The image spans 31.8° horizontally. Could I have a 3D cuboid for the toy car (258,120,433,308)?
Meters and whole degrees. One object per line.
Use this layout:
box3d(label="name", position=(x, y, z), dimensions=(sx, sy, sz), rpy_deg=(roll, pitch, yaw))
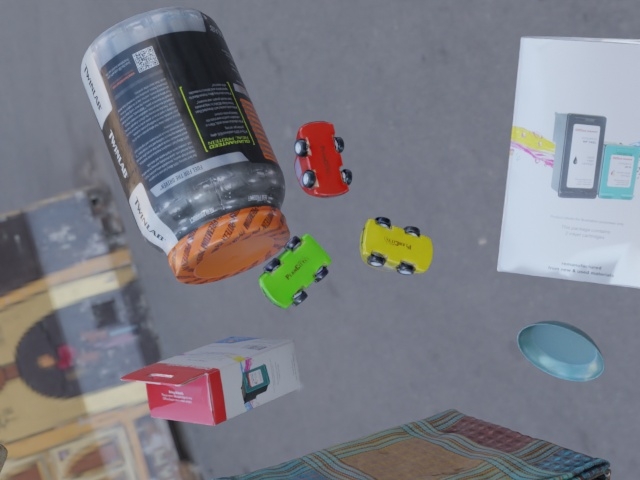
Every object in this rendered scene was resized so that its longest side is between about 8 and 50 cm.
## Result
box3d(label="toy car", position=(0.000, 0.000, 1.379), dimensions=(0.239, 0.225, 0.053), rpy_deg=(48, 151, -6))

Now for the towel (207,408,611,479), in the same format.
box3d(label="towel", position=(0.088, 0.257, 1.192), dimensions=(0.271, 0.370, 0.040), rpy_deg=(11, 108, 52))

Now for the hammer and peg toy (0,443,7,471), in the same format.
box3d(label="hammer and peg toy", position=(-0.558, 0.281, 1.246), dimensions=(0.127, 0.361, 0.266), rpy_deg=(-11, 55, 60))

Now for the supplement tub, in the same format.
box3d(label="supplement tub", position=(-0.177, -0.125, 1.517), dimensions=(0.338, 0.207, 0.207), rpy_deg=(67, 154, 17))

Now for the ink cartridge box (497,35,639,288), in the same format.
box3d(label="ink cartridge box", position=(0.332, -0.092, 1.320), dimensions=(0.197, 0.198, 0.270), rpy_deg=(7, 94, 19))

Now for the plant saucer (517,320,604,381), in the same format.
box3d(label="plant saucer", position=(0.320, 0.142, 1.486), dimensions=(0.119, 0.021, 0.119), rpy_deg=(22, 147, 15))

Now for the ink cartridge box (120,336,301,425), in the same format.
box3d(label="ink cartridge box", position=(-0.154, 0.202, 1.601), dimensions=(0.134, 0.231, 0.078), rpy_deg=(-1, 100, 41))
